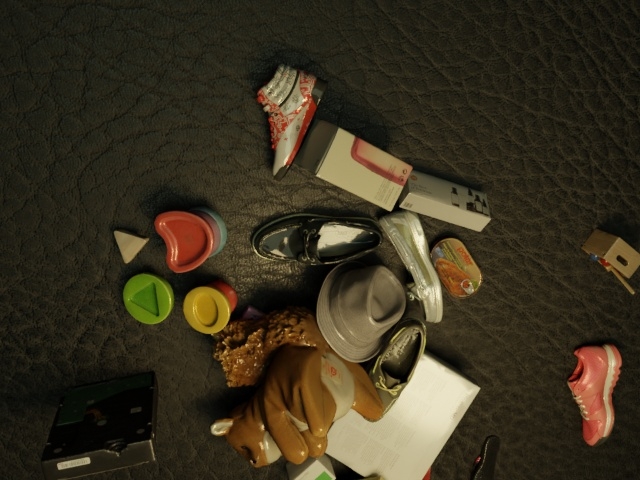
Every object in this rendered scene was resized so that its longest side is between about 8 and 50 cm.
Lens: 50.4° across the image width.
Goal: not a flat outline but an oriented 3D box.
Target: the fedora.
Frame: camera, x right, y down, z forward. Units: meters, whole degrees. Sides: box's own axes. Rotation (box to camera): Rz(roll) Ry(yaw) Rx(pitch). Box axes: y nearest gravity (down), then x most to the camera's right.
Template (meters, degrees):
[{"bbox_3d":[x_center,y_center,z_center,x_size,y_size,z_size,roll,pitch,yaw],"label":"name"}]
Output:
[{"bbox_3d":[0.123,0.161,1.710,0.124,0.275,0.244,-26,104,41],"label":"fedora"}]

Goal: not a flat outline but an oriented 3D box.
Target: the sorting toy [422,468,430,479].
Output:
[{"bbox_3d":[0.247,0.753,1.984,0.126,0.127,0.366,8,101,10],"label":"sorting toy"}]

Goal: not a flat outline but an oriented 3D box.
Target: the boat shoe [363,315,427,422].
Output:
[{"bbox_3d":[0.182,0.339,1.756,0.109,0.091,0.305,26,95,3],"label":"boat shoe"}]

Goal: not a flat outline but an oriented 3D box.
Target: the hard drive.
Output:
[{"bbox_3d":[-0.506,0.429,1.607,0.236,0.339,0.064,-9,108,-10],"label":"hard drive"}]

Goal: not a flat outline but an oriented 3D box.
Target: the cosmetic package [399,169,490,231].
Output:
[{"bbox_3d":[0.321,-0.107,1.768,0.239,0.099,0.060,15,135,-16],"label":"cosmetic package"}]

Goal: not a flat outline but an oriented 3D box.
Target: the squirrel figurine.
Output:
[{"bbox_3d":[-0.113,0.374,1.719,0.370,0.281,0.397,-35,75,31],"label":"squirrel figurine"}]

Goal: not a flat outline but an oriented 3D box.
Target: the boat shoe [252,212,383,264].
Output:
[{"bbox_3d":[0.000,0.004,1.725,0.340,0.113,0.127,1,104,-12],"label":"boat shoe"}]

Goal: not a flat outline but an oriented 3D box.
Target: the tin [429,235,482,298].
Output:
[{"bbox_3d":[0.368,0.073,1.862,0.106,0.040,0.190,-34,108,2],"label":"tin"}]

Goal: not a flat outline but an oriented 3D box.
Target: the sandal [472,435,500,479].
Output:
[{"bbox_3d":[0.493,0.671,2.040,0.067,0.040,0.179,20,84,-21],"label":"sandal"}]

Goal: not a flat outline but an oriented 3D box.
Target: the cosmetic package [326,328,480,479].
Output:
[{"bbox_3d":[0.212,0.474,1.856,0.284,0.097,0.377,32,96,4],"label":"cosmetic package"}]

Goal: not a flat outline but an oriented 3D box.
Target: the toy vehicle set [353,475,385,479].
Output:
[{"bbox_3d":[0.115,0.732,1.884,0.266,0.035,0.166,-27,113,40],"label":"toy vehicle set"}]

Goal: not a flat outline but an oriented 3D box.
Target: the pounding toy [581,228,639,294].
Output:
[{"bbox_3d":[0.824,0.057,1.904,0.141,0.130,0.100,35,95,-18],"label":"pounding toy"}]

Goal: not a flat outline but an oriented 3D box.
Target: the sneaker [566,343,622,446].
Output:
[{"bbox_3d":[0.794,0.455,2.023,0.136,0.116,0.314,4,96,-3],"label":"sneaker"}]

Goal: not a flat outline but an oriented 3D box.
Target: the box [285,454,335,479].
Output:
[{"bbox_3d":[-0.028,0.638,1.883,0.101,0.102,0.087,-41,106,1],"label":"box"}]

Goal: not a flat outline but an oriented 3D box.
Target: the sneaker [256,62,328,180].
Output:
[{"bbox_3d":[-0.099,-0.291,1.650,0.145,0.090,0.270,24,105,-4],"label":"sneaker"}]

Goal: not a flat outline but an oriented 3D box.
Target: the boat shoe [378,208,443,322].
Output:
[{"bbox_3d":[0.244,0.072,1.798,0.103,0.118,0.321,-18,103,-1],"label":"boat shoe"}]

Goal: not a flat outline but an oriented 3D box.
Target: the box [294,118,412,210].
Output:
[{"bbox_3d":[0.079,-0.184,1.654,0.232,0.148,0.127,23,97,-29],"label":"box"}]

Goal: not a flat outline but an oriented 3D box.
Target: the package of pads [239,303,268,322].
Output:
[{"bbox_3d":[-0.167,0.209,1.784,0.083,0.032,0.050,32,96,-17],"label":"package of pads"}]

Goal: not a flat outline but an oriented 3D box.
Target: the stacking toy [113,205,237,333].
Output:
[{"bbox_3d":[-0.348,0.067,1.699,0.279,0.130,0.309,-3,103,16],"label":"stacking toy"}]
